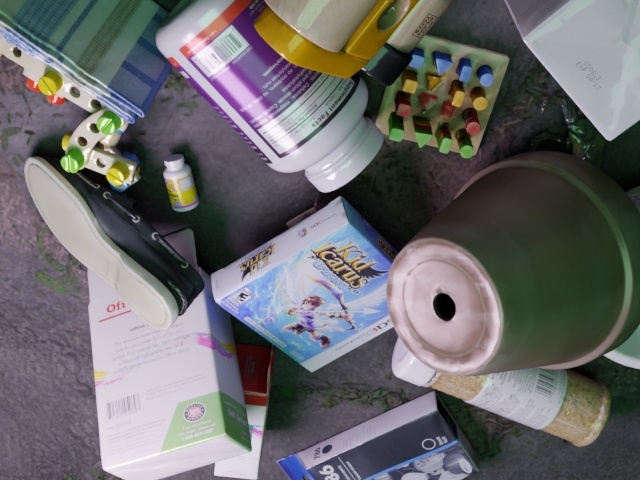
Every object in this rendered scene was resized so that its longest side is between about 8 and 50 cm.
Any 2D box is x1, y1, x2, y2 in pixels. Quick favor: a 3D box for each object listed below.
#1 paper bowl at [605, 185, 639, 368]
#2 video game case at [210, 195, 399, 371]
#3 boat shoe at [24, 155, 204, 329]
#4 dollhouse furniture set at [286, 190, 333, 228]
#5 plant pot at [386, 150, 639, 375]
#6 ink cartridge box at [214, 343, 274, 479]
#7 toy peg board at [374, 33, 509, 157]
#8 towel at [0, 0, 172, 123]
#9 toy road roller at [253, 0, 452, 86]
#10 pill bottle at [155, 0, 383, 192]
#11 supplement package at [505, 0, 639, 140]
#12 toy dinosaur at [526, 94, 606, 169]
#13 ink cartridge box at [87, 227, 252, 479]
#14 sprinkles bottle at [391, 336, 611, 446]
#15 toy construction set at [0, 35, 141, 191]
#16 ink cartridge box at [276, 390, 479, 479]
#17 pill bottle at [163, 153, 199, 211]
[{"bbox_3d":[0.516,0.046,1.498,0.284,0.148,0.284,1,119,1],"label":"paper bowl"},{"bbox_3d":[0.008,0.078,1.526,0.244,0.061,0.269,-32,136,16],"label":"video game case"},{"bbox_3d":[-0.308,-0.017,1.491,0.340,0.113,0.127,41,140,15],"label":"boat shoe"},{"bbox_3d":[0.000,0.000,1.533,0.081,0.091,0.114,-31,115,33],"label":"dollhouse furniture set"},{"bbox_3d":[0.252,0.057,1.357,0.323,0.280,0.323,17,115,39],"label":"plant pot"},{"bbox_3d":[-0.125,0.269,1.645,0.078,0.134,0.231,7,118,-2],"label":"ink cartridge box"},{"bbox_3d":[0.176,-0.201,1.414,0.161,0.079,0.161,13,118,-6],"label":"toy peg board"},{"bbox_3d":[-0.326,-0.301,1.313,0.285,0.209,0.034,33,139,-17],"label":"towel"},{"bbox_3d":[0.023,-0.348,1.220,0.240,0.329,0.202,47,112,18],"label":"toy road roller"},{"bbox_3d":[-0.060,-0.222,1.351,0.181,0.181,0.323,-36,112,19],"label":"pill bottle"},{"bbox_3d":[0.355,-0.292,1.238,0.175,0.293,0.177,-39,111,20],"label":"supplement package"},{"bbox_3d":[0.375,-0.163,1.441,0.118,0.064,0.268,8,109,1],"label":"toy dinosaur"},{"bbox_3d":[-0.244,0.179,1.545,0.207,0.353,0.119,-18,152,11],"label":"ink cartridge box"},{"bbox_3d":[0.299,0.229,1.618,0.355,0.121,0.121,22,117,-10],"label":"sprinkles bottle"},{"bbox_3d":[-0.387,-0.209,1.396,0.327,0.151,0.215,21,129,-12],"label":"toy construction set"},{"bbox_3d":[0.099,0.406,1.754,0.332,0.065,0.165,-28,115,16],"label":"ink cartridge box"},{"bbox_3d":[-0.216,-0.089,1.505,0.043,0.043,0.083,-8,117,6],"label":"pill bottle"}]
